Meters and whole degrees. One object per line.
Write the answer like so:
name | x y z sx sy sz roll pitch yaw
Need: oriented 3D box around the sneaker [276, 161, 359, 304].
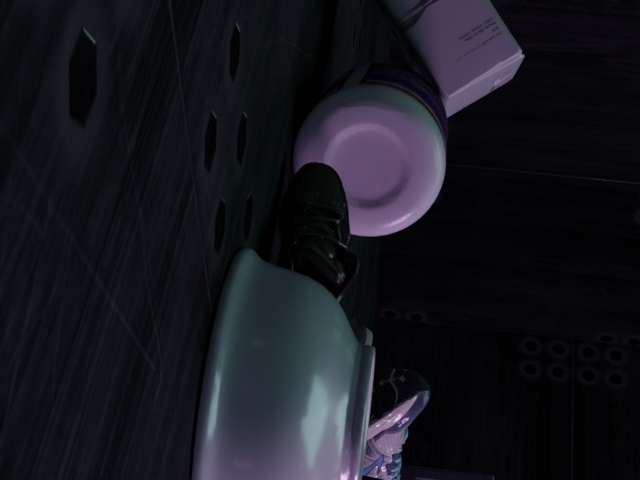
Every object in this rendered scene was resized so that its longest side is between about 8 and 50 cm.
sneaker | 0.000 0.000 1.267 0.130 0.087 0.227 132 -24 -56

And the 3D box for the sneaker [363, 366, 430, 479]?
sneaker | 0.075 0.287 1.681 0.283 0.122 0.110 -47 -162 32

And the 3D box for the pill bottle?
pill bottle | 0.073 -0.128 1.526 0.323 0.181 0.181 -65 161 -73

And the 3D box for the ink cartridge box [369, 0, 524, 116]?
ink cartridge box | 0.148 -0.328 1.646 0.289 0.121 0.211 58 3 5

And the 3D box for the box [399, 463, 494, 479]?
box | 0.148 0.592 2.315 0.179 0.343 0.312 74 23 -78

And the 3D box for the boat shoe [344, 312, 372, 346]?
boat shoe | -0.011 0.226 1.646 0.112 0.095 0.335 -41 -158 39

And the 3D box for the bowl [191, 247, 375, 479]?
bowl | -0.023 0.159 1.092 0.298 0.134 0.298 5 90 -85

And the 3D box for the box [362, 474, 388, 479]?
box | 0.006 0.347 1.354 0.156 0.158 0.093 -65 158 -48
